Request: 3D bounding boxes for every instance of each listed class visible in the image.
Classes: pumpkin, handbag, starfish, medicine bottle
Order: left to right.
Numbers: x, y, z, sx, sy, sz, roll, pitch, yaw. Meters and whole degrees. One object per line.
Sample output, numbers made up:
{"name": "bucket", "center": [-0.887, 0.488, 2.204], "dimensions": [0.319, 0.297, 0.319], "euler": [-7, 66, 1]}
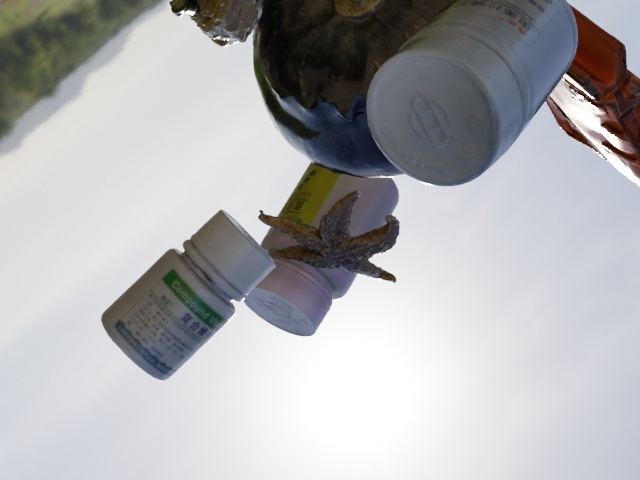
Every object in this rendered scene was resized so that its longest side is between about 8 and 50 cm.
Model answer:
{"name": "medicine bottle", "center": [-0.186, 0.076, 1.691], "dimensions": [0.237, 0.139, 0.139], "euler": [-43, -166, 0]}
{"name": "medicine bottle", "center": [0.000, 0.000, 2.511], "dimensions": [0.213, 0.213, 0.378], "euler": [-16, -141, 59]}
{"name": "starfish", "center": [0.019, 0.003, 2.242], "dimensions": [0.302, 0.299, 0.060], "euler": [2, -122, 22]}
{"name": "pumpkin", "center": [0.101, -0.317, 1.933], "dimensions": [0.454, 0.454, 0.344], "euler": [-39, 151, 4]}
{"name": "medicine bottle", "center": [0.205, -0.219, 1.559], "dimensions": [0.190, 0.190, 0.332], "euler": [-29, -168, 38]}
{"name": "handbag", "center": [0.502, -0.274, 2.196], "dimensions": [0.116, 0.410, 0.303], "euler": [-44, -132, 4]}

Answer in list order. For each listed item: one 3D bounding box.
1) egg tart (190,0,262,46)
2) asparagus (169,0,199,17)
{"name": "egg tart", "center": [-0.126, -0.416, 1.468], "dimensions": [0.150, 0.352, 0.352], "euler": [-20, -173, -21]}
{"name": "asparagus", "center": [-0.151, -0.262, 1.325], "dimensions": [0.025, 0.021, 0.108], "euler": [-45, -177, 8]}
